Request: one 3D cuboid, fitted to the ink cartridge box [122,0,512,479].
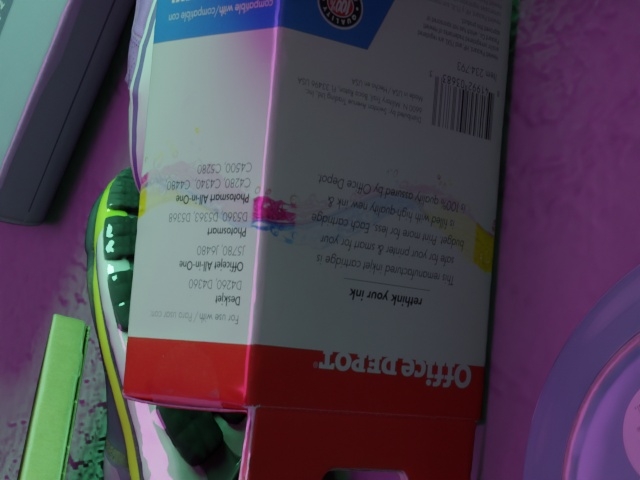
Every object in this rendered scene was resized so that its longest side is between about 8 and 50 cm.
[{"bbox_3d":[0.000,0.000,0.655,0.078,0.134,0.231,1,83,45],"label":"ink cartridge box"}]

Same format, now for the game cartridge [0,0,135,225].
[{"bbox_3d":[-0.214,-0.137,0.945,0.294,0.060,0.196,40,107,41],"label":"game cartridge"}]

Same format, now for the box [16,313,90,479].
[{"bbox_3d":[-0.135,0.152,0.743,0.201,0.021,0.164,-96,20,-63],"label":"box"}]

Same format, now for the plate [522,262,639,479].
[{"bbox_3d":[0.138,0.085,0.548,0.188,0.024,0.188,-9,77,43],"label":"plate"}]

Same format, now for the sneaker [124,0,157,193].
[{"bbox_3d":[-0.055,-0.140,0.766,0.161,0.102,0.282,1,73,48],"label":"sneaker"}]

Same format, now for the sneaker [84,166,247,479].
[{"bbox_3d":[-0.064,0.107,0.724,0.121,0.111,0.300,-36,54,44],"label":"sneaker"}]
